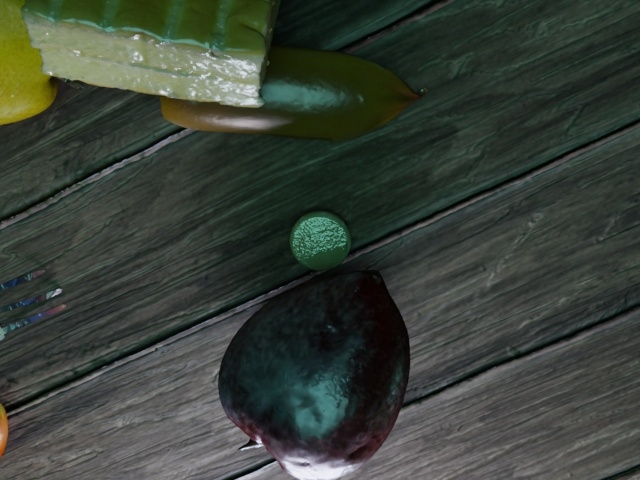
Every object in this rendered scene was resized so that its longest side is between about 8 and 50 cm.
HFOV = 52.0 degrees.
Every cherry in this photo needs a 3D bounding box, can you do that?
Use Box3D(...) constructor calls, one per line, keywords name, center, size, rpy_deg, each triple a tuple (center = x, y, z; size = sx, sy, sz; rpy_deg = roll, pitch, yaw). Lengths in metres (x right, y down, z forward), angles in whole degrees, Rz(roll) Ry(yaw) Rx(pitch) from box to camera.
Box3D(name="cherry", center=(0.000, 0.169, 0.840), size=(0.230, 0.203, 0.300), rpy_deg=(36, 96, 28))

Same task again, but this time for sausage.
Box3D(name="sausage", center=(-0.030, -0.180, 0.798), size=(0.329, 0.112, 0.112), rpy_deg=(5, 106, -3))

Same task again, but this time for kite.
Box3D(name="kite", center=(-0.476, 0.101, 0.931), size=(0.230, 0.016, 0.127), rpy_deg=(-22, 108, 8))

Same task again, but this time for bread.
Box3D(name="bread", center=(-0.157, -0.273, 0.710), size=(0.239, 0.246, 0.111), rpy_deg=(8, 151, -6))

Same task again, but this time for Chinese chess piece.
Box3D(name="Chinese chess piece", center=(0.000, 0.000, 0.884), size=(0.084, 0.034, 0.084), rpy_deg=(1, 108, 3))

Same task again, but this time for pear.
Box3D(name="pear", center=(-0.363, -0.242, 0.755), size=(0.178, 0.267, 0.266), rpy_deg=(2, 109, -33))

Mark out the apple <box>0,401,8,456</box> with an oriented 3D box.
Box3D(name="apple", center=(-0.523, 0.276, 0.909), size=(0.164, 0.163, 0.139), rpy_deg=(15, 95, -4))
